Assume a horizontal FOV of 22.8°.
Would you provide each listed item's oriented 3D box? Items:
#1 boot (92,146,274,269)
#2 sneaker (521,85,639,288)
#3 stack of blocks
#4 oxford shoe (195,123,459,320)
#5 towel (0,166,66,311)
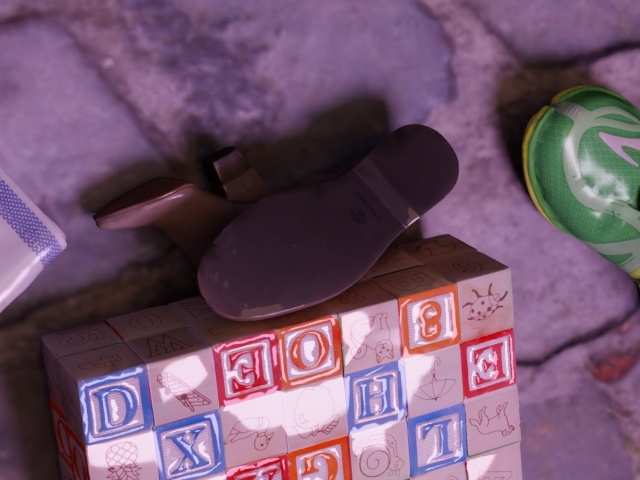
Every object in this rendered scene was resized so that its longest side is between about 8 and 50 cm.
[{"bbox_3d":[-0.079,-0.004,1.035,0.118,0.042,0.087,-25,114,-13],"label":"boot"},{"bbox_3d":[0.259,0.001,1.138,0.109,0.123,0.295,-47,112,-11],"label":"sneaker"},{"bbox_3d":[-0.019,0.117,1.037,0.297,0.087,0.171,-13,111,-22],"label":"stack of blocks"},{"bbox_3d":[0.000,0.000,1.030,0.212,0.076,0.076,-30,84,-35],"label":"oxford shoe"},{"bbox_3d":[-0.309,0.020,0.893,0.209,0.034,0.285,46,71,-3],"label":"towel"}]
